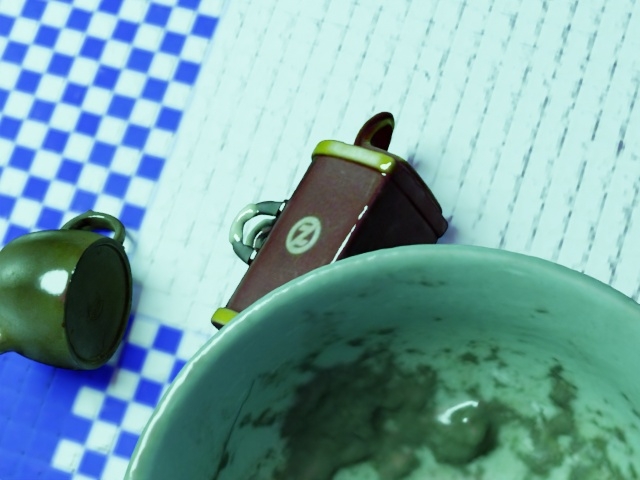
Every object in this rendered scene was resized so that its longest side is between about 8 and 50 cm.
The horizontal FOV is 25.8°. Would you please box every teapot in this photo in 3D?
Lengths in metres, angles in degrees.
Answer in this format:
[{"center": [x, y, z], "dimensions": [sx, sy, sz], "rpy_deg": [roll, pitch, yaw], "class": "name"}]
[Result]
[{"center": [-0.147, 0.025, 0.767], "dimensions": [0.068, 0.076, 0.121], "rpy_deg": [8, 46, 20], "class": "teapot"}]

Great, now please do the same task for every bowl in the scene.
[{"center": [0.059, 0.158, 0.650], "dimensions": [0.289, 0.146, 0.289], "rpy_deg": [-2, 72, 7], "class": "bowl"}]

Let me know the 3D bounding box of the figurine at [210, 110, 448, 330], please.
[{"center": [0.000, -0.001, 0.755], "dimensions": [0.098, 0.082, 0.154], "rpy_deg": [21, 76, 35], "class": "figurine"}]
